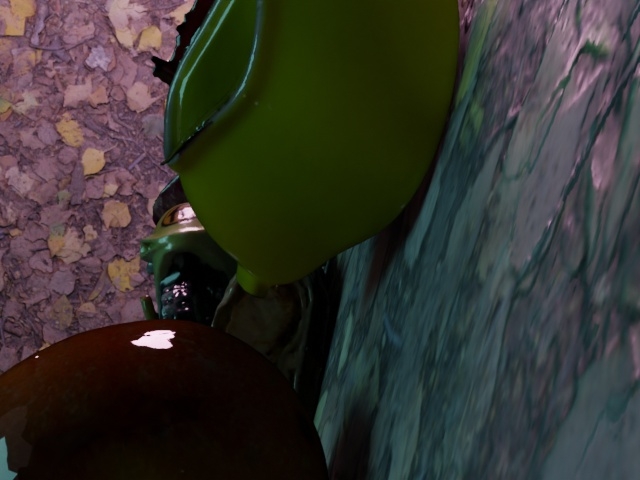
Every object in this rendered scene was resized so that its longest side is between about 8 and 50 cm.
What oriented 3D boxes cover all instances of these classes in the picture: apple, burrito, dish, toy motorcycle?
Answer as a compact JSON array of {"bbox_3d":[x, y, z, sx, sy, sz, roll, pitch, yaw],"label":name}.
[{"bbox_3d":[-0.106,0.170,0.604,0.253,0.254,0.253,-165,90,-86],"label":"apple"},{"bbox_3d":[-0.045,0.080,0.985,0.347,0.107,0.175,-82,-5,-75],"label":"burrito"},{"bbox_3d":[-0.030,-0.094,0.696,0.262,0.108,0.221,-42,40,46],"label":"dish"},{"bbox_3d":[-0.136,0.097,1.379,0.410,0.169,0.237,68,-166,-72],"label":"toy motorcycle"}]

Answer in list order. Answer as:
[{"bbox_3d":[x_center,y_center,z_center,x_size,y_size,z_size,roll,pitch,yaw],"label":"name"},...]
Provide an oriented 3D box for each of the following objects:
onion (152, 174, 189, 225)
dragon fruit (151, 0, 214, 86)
[{"bbox_3d":[-0.097,-0.043,1.470,0.247,0.111,0.250,-36,-17,16],"label":"onion"},{"bbox_3d":[0.000,-0.284,1.196,0.282,0.100,0.343,9,-70,-51],"label":"dragon fruit"}]
